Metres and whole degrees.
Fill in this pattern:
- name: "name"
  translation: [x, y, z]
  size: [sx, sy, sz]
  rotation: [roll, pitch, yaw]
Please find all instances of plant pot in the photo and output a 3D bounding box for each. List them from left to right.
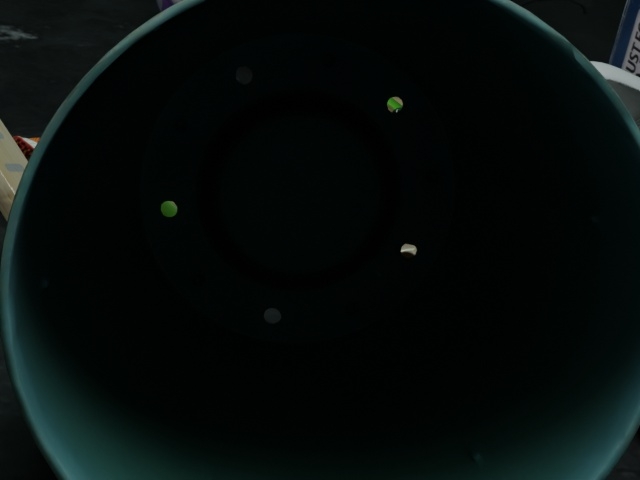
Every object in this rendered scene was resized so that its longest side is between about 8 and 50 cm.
- name: "plant pot"
  translation: [0.000, 0.000, 0.873]
  size: [0.293, 0.293, 0.235]
  rotation: [9, 12, -7]

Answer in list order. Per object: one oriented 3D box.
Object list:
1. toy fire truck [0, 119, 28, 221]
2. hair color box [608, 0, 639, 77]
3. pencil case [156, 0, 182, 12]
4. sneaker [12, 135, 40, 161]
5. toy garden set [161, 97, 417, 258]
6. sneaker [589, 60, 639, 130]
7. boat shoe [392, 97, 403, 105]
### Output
- name: "toy fire truck"
  translation: [-0.265, -0.055, 0.983]
  size: [0.246, 0.158, 0.217]
  rotation: [9, 23, 18]
- name: "hair color box"
  translation: [0.436, -0.136, 1.505]
  size: [0.347, 0.105, 0.174]
  rotation: [23, 28, 19]
- name: "pencil case"
  translation: [-0.032, -0.185, 1.426]
  size: [0.206, 0.086, 0.088]
  rotation: [24, -5, 18]
- name: "sneaker"
  translation: [-0.132, -0.018, 1.078]
  size: [0.067, 0.064, 0.175]
  rotation: [3, 29, -39]
- name: "toy garden set"
  translation: [0.035, -0.045, 1.109]
  size: [0.244, 0.049, 0.204]
  rotation: [-34, 59, -24]
- name: "sneaker"
  translation: [0.278, -0.010, 1.218]
  size: [0.296, 0.104, 0.147]
  rotation: [19, 46, -19]
- name: "boat shoe"
  translation: [0.043, -0.078, 1.223]
  size: [0.089, 0.104, 0.285]
  rotation: [-17, 41, -37]
